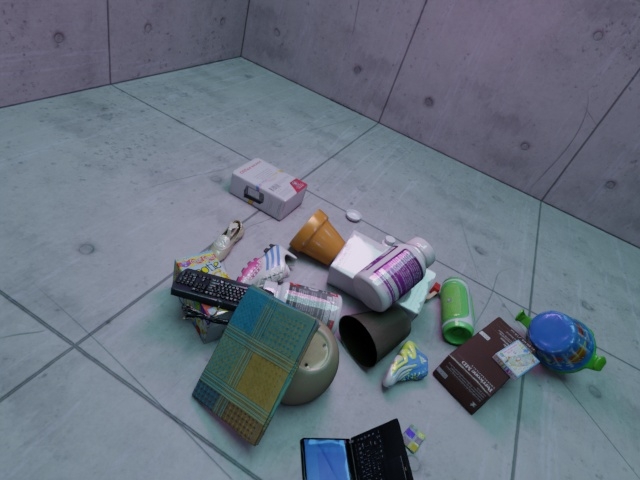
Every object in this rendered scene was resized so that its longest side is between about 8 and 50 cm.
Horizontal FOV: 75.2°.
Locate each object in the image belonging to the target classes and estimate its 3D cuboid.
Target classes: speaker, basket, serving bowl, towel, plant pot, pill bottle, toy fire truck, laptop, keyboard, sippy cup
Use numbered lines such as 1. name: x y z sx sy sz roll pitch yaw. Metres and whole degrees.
1. speaker: 0.571 0.288 1.748 0.131 0.131 0.296 20 37 0
2. basket: 0.211 0.332 1.521 0.227 0.154 0.204 -13 53 -40
3. serving bowl: 0.170 -0.125 2.151 0.083 0.027 0.083 13 38 -10
4. towel: -0.187 0.335 1.176 0.271 0.370 0.040 24 -6 31
5. towel: 0.290 0.623 1.310 0.060 0.009 0.083 39 42 24
6. plant pot: -0.058 0.344 1.263 0.284 0.191 0.284 8 64 -17
7. pill bottle: 0.280 0.116 1.538 0.302 0.169 0.169 -34 60 -23
8. toy fire truck: 0.440 0.226 1.830 0.135 0.047 0.192 33 40 13
9. plant pot: 0.000 0.000 1.806 0.188 0.205 0.205 40 39 0
10. laptop: 0.096 0.621 1.121 0.136 0.264 0.234 42 25 -35
11. keyboard: -0.315 0.189 1.320 0.317 0.033 0.201 15 40 -5
12. pill bottle: 0.306 0.035 1.945 0.065 0.116 0.065 12 38 -10
13. pill bottle: -0.078 0.239 1.488 0.283 0.161 0.161 16 38 -7
14. sippy cup: 0.936 0.386 1.642 0.224 0.306 0.240 34 57 -42

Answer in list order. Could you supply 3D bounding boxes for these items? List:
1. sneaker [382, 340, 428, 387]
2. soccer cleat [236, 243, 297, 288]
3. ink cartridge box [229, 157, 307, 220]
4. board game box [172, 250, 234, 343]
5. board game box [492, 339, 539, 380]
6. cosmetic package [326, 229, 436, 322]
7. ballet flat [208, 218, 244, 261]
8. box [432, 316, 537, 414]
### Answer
1. sneaker: 0.313 0.452 1.463 0.126 0.091 0.240 34 39 16
2. soccer cleat: -0.202 0.124 1.609 0.143 0.116 0.331 27 38 10
3. ink cartridge box: -0.253 -0.256 2.039 0.306 0.131 0.226 29 39 13
4. board game box: -0.386 0.186 1.430 0.144 0.142 0.275 -16 50 -37
5. board game box: 0.706 0.429 1.499 0.154 0.026 0.103 -13 51 -35
6. cosmetic package: 0.242 0.152 1.699 0.385 0.156 0.217 28 60 8
7. ballet flat: -0.388 -0.007 1.715 0.086 0.086 0.248 23 38 3
8. box: 0.622 0.455 1.562 0.381 0.143 0.191 -20 54 -38
